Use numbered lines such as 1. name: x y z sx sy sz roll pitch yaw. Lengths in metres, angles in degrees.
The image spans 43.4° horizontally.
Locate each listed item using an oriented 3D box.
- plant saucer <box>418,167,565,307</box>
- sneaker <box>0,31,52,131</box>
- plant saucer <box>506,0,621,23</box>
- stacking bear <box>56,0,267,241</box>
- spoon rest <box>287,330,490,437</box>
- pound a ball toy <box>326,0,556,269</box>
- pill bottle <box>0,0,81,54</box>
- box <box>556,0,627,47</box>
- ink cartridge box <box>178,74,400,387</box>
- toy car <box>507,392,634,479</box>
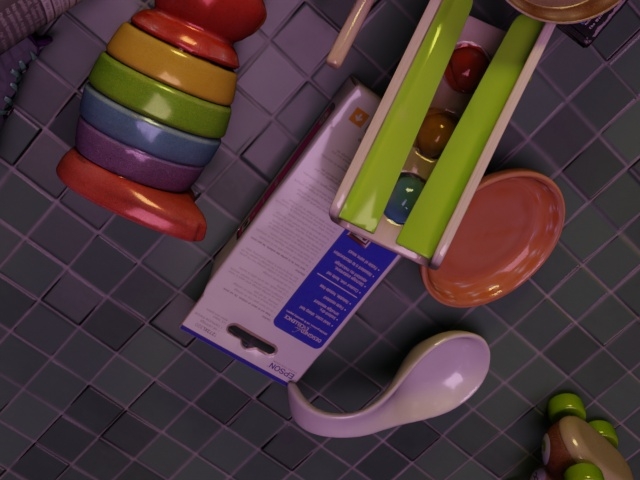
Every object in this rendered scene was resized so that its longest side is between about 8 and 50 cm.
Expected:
1. plant saucer: 0.205 -0.006 0.983 0.199 0.037 0.200 -15 130 -18
2. sneaker: -0.338 -0.181 0.859 0.098 0.083 0.224 3 114 -12
3. plant saucer: 0.227 -0.288 0.752 0.168 0.029 0.169 -1 101 -4
4. stacking bear: -0.151 -0.173 0.845 0.164 0.175 0.289 21 102 -22
5. spoon rest: 0.100 0.195 1.045 0.276 0.084 0.137 -14 126 -13
6. pound a ball toy: 0.099 -0.156 0.847 0.208 0.136 0.319 25 88 6
7. pill bottle: -0.298 -0.274 0.725 0.318 0.176 0.176 -40 115 -15
8. box: 0.272 -0.364 0.795 0.216 0.060 0.270 41 107 5
9. ink cartridge box: 0.000 0.000 0.982 0.175 0.069 0.371 32 106 -19
10. toy car: 0.326 0.340 1.132 0.149 0.155 0.188 39 118 -20
